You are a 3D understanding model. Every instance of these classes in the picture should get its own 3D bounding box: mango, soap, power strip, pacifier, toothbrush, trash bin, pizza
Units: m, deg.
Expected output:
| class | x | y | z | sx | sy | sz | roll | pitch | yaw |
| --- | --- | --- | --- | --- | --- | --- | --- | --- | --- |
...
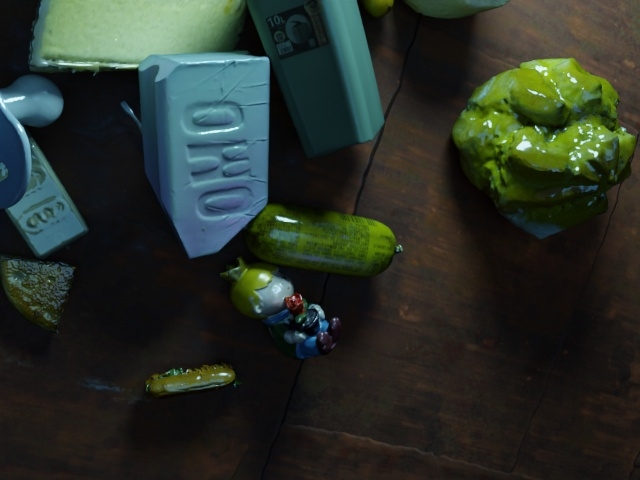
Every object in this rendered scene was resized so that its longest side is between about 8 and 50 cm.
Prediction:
| class | x | y | z | sx | sy | sz | roll | pitch | yaw |
| --- | --- | --- | --- | --- | --- | --- | --- | --- | --- |
| mango | 0.094 | -0.523 | 1.269 | 0.090 | 0.115 | 0.178 | -17 | 119 | 16 |
| soap | -0.202 | -0.153 | 1.176 | 0.208 | 0.115 | 0.347 | -12 | 118 | -30 |
| power strip | -0.512 | -0.091 | 1.163 | 0.105 | 0.070 | 0.257 | -31 | 106 | -11 |
| pacifier | -0.515 | -0.202 | 1.033 | 0.233 | 0.244 | 0.300 | -30 | 104 | -49 |
| toothbrush | -0.310 | -0.174 | 1.239 | 0.017 | 0.022 | 0.204 | -43 | 109 | -24 |
| trash bin | 0.003 | -0.345 | 1.196 | 0.158 | 0.223 | 0.344 | -15 | 106 | 18 |
| pizza | -0.507 | 0.080 | 1.203 | 0.131 | 0.041 | 0.178 | -44 | 107 | -5 |

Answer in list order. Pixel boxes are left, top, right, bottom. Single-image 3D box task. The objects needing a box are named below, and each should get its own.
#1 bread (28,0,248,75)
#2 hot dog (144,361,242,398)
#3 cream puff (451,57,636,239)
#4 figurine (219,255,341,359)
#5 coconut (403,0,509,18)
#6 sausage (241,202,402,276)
| class | x | y | z | sx | sy | sz | roll | pitch | yaw |
| --- | --- | --- | --- | --- | --- | --- | --- | --- | --- |
| bread | -0.260 | -0.443 | 1.120 | 0.404 | 0.242 | 0.346 | 1 | 100 | -14 |
| hot dog | -0.249 | 0.274 | 1.297 | 0.188 | 0.072 | 0.055 | -6 | 78 | -17 |
| cream puff | 0.482 | -0.195 | 1.353 | 0.378 | 0.275 | 0.379 | -2 | 97 | -15 |
| figurine | -0.077 | 0.123 | 1.274 | 0.127 | 0.185 | 0.234 | -39 | 110 | -29 |
| coconut | 0.269 | -0.548 | 1.251 | 0.239 | 0.244 | 0.239 | -3 | 99 | -18 |
| sausage | 0.000 | 0.000 | 1.307 | 0.347 | 0.123 | 0.123 | 10 | 95 | -18 |
